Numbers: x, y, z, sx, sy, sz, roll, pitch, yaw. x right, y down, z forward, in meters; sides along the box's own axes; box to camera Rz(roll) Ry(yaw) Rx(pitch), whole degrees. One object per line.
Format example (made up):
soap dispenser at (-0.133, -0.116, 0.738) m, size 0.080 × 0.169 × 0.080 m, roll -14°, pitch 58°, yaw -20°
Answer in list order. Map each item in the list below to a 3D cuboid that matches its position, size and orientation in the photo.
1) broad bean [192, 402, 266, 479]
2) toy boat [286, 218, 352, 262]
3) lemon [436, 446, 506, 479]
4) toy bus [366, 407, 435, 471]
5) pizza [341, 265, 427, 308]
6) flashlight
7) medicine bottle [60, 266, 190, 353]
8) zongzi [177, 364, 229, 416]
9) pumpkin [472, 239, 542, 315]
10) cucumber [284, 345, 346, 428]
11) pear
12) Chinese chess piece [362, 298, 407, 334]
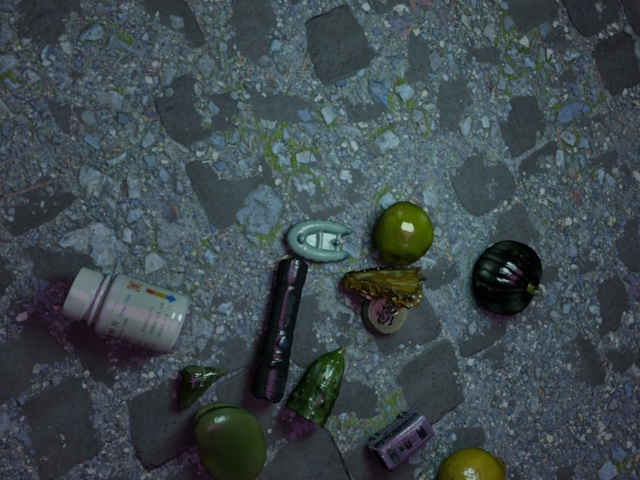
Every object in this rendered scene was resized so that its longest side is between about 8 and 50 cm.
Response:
broad bean at (-0.256, 0.570, 1.484) m, size 0.189 × 0.121 × 0.263 m, roll -33°, pitch 112°, yaw -20°
toy boat at (0.000, 0.000, 1.590) m, size 0.208 × 0.079 × 0.134 m, roll 8°, pitch 88°, yaw -18°
lemon at (0.472, 0.749, 1.643) m, size 0.257 × 0.188 × 0.188 m, roll -10°, pitch 91°, yaw -19°
toy bus at (0.248, 0.616, 1.622) m, size 0.199 × 0.108 × 0.096 m, roll -33°, pitch 97°, yaw -15°
pizza at (0.238, 0.133, 1.573) m, size 0.251 × 0.288 × 0.073 m, roll -14°, pitch 110°, yaw -37°
flashlight at (-0.113, 0.256, 1.538) m, size 0.103 × 0.103 × 0.423 m, roll 14°, pitch 83°, yaw -16°
medicine bottle at (-0.508, 0.180, 1.383) m, size 0.293 × 0.170 × 0.170 m, roll 23°, pitch 82°, yaw -15°
zongzi at (-0.336, 0.435, 1.489) m, size 0.131 × 0.062 × 0.154 m, roll 12°, pitch 91°, yaw -28°
pumpkin at (0.616, 0.127, 1.702) m, size 0.250 × 0.216 × 0.249 m, roll -19°, pitch 124°, yaw -31°
cucumber at (0.006, 0.421, 1.555) m, size 0.134 × 0.134 × 0.244 m, roll 35°, pitch 76°, yaw -12°
pear at (0.258, -0.022, 1.611) m, size 0.198 × 0.198 × 0.198 m, roll 1°, pitch 88°, yaw -17°
Chinese chess piece at (0.203, 0.223, 1.650) m, size 0.144 × 0.058 × 0.143 m, roll 0°, pitch 89°, yaw -16°
